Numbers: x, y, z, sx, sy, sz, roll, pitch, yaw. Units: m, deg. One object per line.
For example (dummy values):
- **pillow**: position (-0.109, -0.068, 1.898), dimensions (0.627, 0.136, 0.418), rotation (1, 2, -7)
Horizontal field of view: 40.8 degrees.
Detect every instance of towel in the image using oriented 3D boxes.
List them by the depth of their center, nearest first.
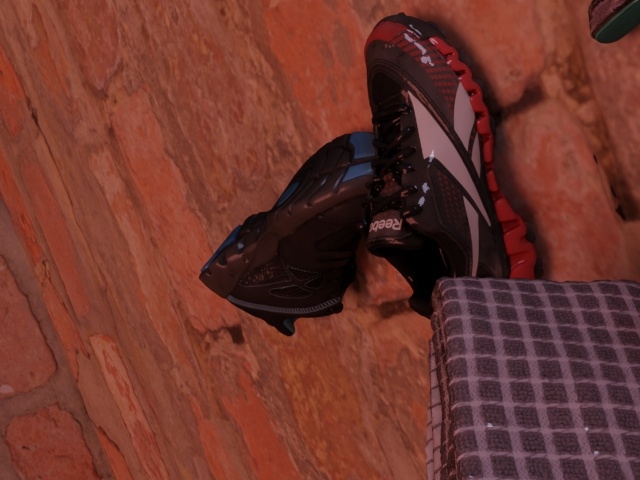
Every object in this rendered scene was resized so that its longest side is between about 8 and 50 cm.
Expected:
- **towel**: position (0.182, 0.128, 0.496), dimensions (0.283, 0.235, 0.121), rotation (-86, -1, -57)

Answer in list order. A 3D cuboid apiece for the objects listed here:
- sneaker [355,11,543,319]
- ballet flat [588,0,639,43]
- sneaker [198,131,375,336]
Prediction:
- **sneaker**: position (0.086, -0.056, 0.723), dimensions (0.098, 0.135, 0.276), rotation (-17, 93, 59)
- **ballet flat**: position (0.217, -0.172, 0.558), dimensions (0.114, 0.041, 0.041), rotation (-34, 80, 55)
- **sneaker**: position (0.000, 0.000, 0.926), dimensions (0.140, 0.125, 0.341), rotation (42, 145, -9)
